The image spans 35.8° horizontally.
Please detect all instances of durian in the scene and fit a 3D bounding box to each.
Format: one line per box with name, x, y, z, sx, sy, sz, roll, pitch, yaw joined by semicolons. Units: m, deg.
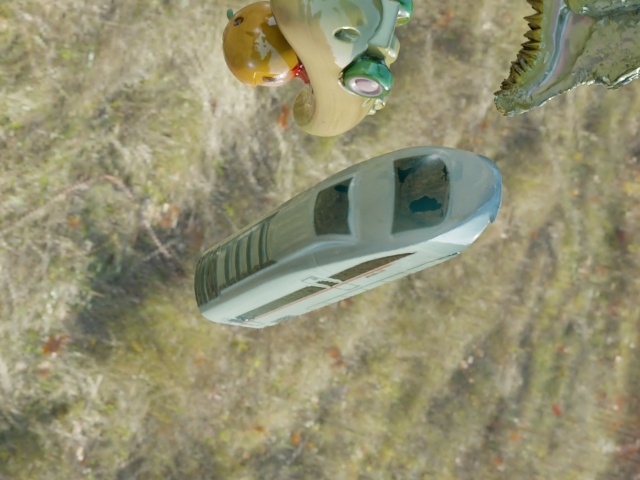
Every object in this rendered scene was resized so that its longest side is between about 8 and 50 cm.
durian;0.288;-0.223;0.933;0.172;0.306;0.167;-1;69;-44

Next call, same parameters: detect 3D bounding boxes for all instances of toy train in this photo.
toy train;0.000;0.000;0.846;0.088;0.407;0.087;12;71;-25

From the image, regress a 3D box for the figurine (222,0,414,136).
figurine;-0.016;-0.227;1.206;0.324;0.222;0.124;106;-2;-71
